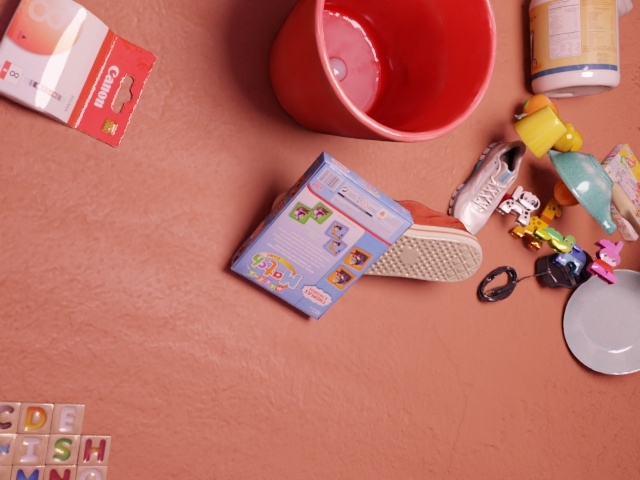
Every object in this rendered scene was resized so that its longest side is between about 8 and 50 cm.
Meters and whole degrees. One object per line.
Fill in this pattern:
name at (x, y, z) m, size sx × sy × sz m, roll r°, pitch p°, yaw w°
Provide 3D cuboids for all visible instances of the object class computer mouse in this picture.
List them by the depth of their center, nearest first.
computer mouse at (0.378, 0.066, 1.271) m, size 0.242 × 0.041 × 0.071 m, roll -11°, pitch 74°, yaw -19°

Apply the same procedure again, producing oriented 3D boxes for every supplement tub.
supplement tub at (0.432, -0.353, 1.233) m, size 0.144 × 0.144 × 0.200 m, roll -3°, pitch 91°, yaw -26°

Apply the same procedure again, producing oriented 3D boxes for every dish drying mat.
dish drying mat at (0.319, -0.067, 1.255) m, size 0.083 × 0.008 × 0.032 m, roll 18°, pitch 81°, yaw -26°

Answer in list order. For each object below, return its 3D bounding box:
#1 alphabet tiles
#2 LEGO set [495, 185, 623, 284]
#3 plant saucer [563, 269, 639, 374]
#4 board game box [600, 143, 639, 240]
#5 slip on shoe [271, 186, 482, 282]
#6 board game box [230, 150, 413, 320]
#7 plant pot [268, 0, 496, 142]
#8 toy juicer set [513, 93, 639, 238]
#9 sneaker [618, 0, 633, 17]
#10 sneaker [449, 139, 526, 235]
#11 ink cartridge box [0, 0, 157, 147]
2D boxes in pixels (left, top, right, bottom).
alphabet tiles at (-0.390, 0.301, 0.905) m, size 0.237 × 0.009 × 0.198 m, roll 9°, pitch 86°, yaw -26°
LEGO set at (0.409, -0.022, 1.240) m, size 0.227 × 0.087 × 0.093 m, roll 34°, pitch 77°, yaw 1°
plant saucer at (0.538, 0.146, 1.318) m, size 0.195 × 0.037 × 0.195 m, roll 0°, pitch 97°, yaw 4°
board game box at (0.581, -0.091, 1.373) m, size 0.103 × 0.026 × 0.154 m, roll -44°, pitch 108°, yaw -19°
slip on shoe at (0.084, -0.017, 1.095) m, size 0.331 × 0.101 × 0.123 m, roll 11°, pitch 124°, yaw -15°
board game box at (0.000, 0.000, 1.014) m, size 0.160 × 0.039 × 0.211 m, roll 33°, pitch 114°, yaw -23°
plant pot at (0.063, -0.258, 0.997) m, size 0.275 × 0.243 × 0.275 m, roll 0°, pitch 90°, yaw -26°
toy juicer set at (0.436, -0.108, 1.234) m, size 0.089 × 0.209 × 0.329 m, roll -39°, pitch 105°, yaw 24°
sneaker at (0.505, -0.523, 1.307) m, size 0.121 × 0.099 × 0.262 m, roll -18°, pitch 106°, yaw -33°
sneaker at (0.278, -0.092, 1.189) m, size 0.071 × 0.083 × 0.191 m, roll 32°, pitch 76°, yaw -11°
ink cartridge box at (-0.313, -0.220, 0.923) m, size 0.179 × 0.045 × 0.145 m, roll 24°, pitch 80°, yaw -22°
